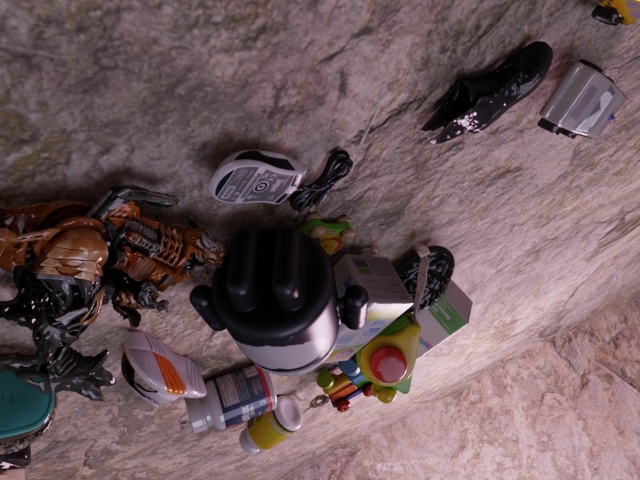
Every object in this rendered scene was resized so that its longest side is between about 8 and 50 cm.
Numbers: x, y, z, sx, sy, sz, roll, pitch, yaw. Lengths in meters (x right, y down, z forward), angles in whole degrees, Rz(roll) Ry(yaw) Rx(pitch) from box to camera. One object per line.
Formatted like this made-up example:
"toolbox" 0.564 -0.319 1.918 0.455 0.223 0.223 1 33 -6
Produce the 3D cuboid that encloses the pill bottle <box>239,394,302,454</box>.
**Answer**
"pill bottle" -0.145 0.526 1.296 0.184 0.103 0.103 -42 146 21

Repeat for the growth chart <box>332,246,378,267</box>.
"growth chart" 0.031 0.110 0.912 0.171 0.021 0.237 -21 148 -11

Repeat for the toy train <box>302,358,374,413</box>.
"toy train" 0.027 0.410 1.278 0.248 0.105 0.143 -31 138 4

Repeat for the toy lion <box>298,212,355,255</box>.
"toy lion" 0.000 0.000 0.725 0.100 0.034 0.096 4 144 -41

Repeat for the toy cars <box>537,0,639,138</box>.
"toy cars" 0.374 -0.239 0.580 0.176 0.087 0.394 -42 150 -9

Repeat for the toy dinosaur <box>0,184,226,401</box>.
"toy dinosaur" -0.264 0.027 0.488 0.321 0.164 0.219 18 113 -28

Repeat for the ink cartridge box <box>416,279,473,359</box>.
"ink cartridge box" 0.243 0.197 1.084 0.212 0.093 0.154 -45 173 24

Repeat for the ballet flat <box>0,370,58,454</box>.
"ballet flat" -0.543 0.198 0.478 0.181 0.164 0.482 -26 154 22

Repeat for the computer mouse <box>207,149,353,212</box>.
"computer mouse" -0.053 -0.079 0.557 0.192 0.042 0.106 1 143 -47

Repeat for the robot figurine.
"robot figurine" -0.057 0.096 0.673 0.173 0.209 0.278 -46 154 -21

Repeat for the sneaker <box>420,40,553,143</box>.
"sneaker" 0.213 -0.190 0.593 0.089 0.051 0.170 2 141 -46

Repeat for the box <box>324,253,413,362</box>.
"box" 0.047 0.128 0.831 0.114 0.103 0.203 7 136 -42

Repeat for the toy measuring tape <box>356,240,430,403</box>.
"toy measuring tape" 0.131 0.162 0.885 0.121 0.121 0.331 -3 106 -35

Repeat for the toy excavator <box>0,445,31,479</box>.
"toy excavator" -0.678 0.489 0.757 0.444 0.223 0.433 -20 157 6

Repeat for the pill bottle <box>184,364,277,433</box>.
"pill bottle" -0.194 0.342 0.989 0.180 0.108 0.108 -15 146 -21

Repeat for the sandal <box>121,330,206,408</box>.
"sandal" -0.274 0.240 0.783 0.076 0.102 0.265 -29 151 -5

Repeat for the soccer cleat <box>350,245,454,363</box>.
"soccer cleat" 0.162 0.127 0.985 0.108 0.116 0.318 30 110 -7
